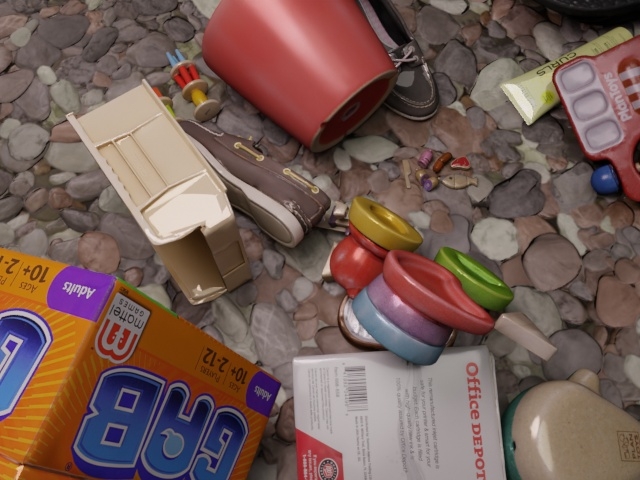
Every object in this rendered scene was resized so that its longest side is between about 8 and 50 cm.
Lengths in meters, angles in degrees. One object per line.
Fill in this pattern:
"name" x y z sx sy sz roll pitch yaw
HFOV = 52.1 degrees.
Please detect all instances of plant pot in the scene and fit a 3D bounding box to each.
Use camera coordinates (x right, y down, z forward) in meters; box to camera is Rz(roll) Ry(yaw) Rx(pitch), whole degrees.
"plant pot" -0.020 -0.299 1.088 0.275 0.275 0.243 -38 82 -12

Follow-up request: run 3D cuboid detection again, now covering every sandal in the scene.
"sandal" 0.541 -0.461 1.216 0.446 0.107 0.167 0 67 -11

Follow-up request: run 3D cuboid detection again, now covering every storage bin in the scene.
"storage bin" -0.225 -0.056 0.989 0.123 0.262 0.260 -33 71 -13

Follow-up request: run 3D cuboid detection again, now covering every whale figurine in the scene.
"whale figurine" 0.369 0.292 0.917 0.272 0.141 0.216 7 67 -21

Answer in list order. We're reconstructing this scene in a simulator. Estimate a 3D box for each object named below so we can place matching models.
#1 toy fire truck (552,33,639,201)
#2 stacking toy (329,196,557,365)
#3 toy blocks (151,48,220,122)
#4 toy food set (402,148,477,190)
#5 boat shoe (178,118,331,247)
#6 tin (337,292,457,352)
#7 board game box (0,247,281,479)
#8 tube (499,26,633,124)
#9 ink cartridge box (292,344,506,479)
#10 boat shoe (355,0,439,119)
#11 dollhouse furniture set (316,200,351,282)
"toy fire truck" 0.546 -0.193 1.062 0.254 0.169 0.302 -23 82 27
"stacking toy" 0.149 0.091 0.926 0.279 0.309 0.130 27 108 -18
"toy blocks" -0.268 -0.271 1.185 0.123 0.054 0.148 -29 70 -9
"toy food set" 0.206 -0.124 1.127 0.122 0.019 0.078 -6 68 0
"boat shoe" -0.125 -0.114 1.078 0.324 0.116 0.097 36 68 26
"tin" 0.120 0.128 1.025 0.190 0.040 0.106 10 73 6
"board game box" -0.329 0.240 0.770 0.356 0.356 0.356 10 68 30
"tube" 0.446 -0.298 1.169 0.240 0.062 0.070 -29 35 -4
"ink cartridge box" 0.104 0.254 0.917 0.273 0.114 0.197 -4 79 2
"boat shoe" 0.106 -0.365 1.185 0.112 0.095 0.335 -27 70 -8
"dollhouse furniture set" 0.000 0.000 1.062 0.081 0.091 0.114 14 72 24
